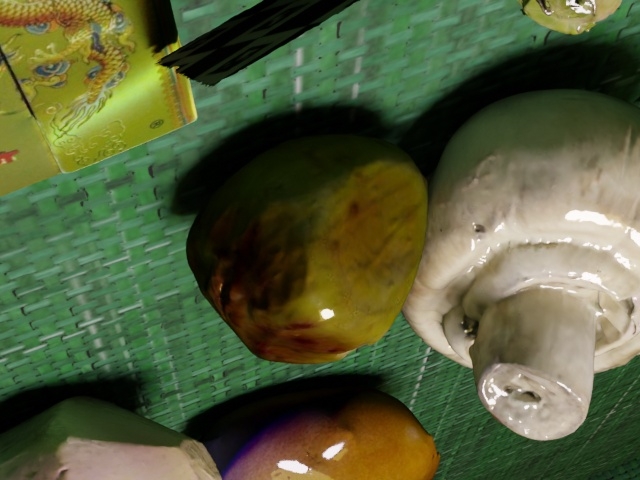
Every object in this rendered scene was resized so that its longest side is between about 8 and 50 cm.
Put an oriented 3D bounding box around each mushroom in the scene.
[{"bbox_3d":[0.168,0.029,0.933,0.254,0.234,0.260,-10,144,22],"label":"mushroom"}]

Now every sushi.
[{"bbox_3d":[0.048,-0.158,0.557,0.279,0.043,0.192,-31,-164,-7],"label":"sushi"}]

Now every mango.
[{"bbox_3d":[-0.003,0.238,1.370,0.287,0.152,0.201,-1,154,-43],"label":"mango"}]

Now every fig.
[{"bbox_3d":[0.000,0.000,0.854,0.166,0.144,0.154,-43,-166,-7],"label":"fig"}]

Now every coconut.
[{"bbox_3d":[-0.192,0.231,1.110,0.237,0.197,0.237,-28,168,-7],"label":"coconut"}]

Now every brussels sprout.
[{"bbox_3d":[0.150,-0.156,0.760,0.085,0.058,0.085,-17,140,-15],"label":"brussels sprout"}]

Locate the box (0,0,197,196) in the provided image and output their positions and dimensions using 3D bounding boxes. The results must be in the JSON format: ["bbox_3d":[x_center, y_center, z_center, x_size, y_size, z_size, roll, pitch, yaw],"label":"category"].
[{"bbox_3d":[-0.218,-0.057,0.625,0.311,0.043,0.173,-21,158,-7],"label":"box"}]
